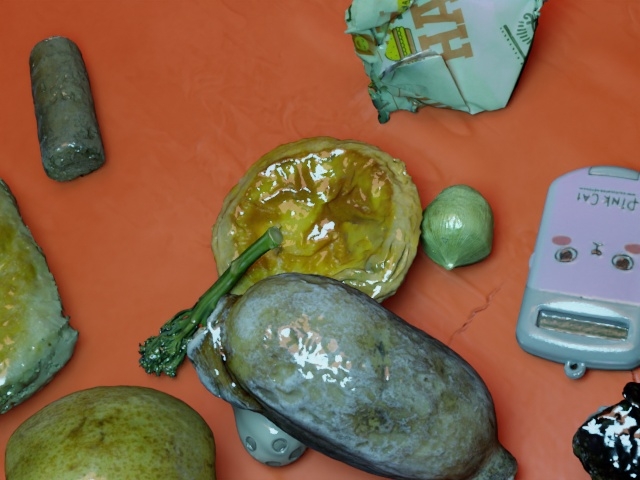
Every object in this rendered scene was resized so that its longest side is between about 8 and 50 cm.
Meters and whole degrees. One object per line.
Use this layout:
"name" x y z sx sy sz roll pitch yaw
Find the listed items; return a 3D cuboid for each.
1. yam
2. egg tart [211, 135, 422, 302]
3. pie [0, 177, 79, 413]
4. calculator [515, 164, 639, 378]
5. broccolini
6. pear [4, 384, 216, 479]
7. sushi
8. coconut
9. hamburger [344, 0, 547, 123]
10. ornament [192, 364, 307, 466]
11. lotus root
"yam" -0.308 -0.157 1.803 0.078 0.078 0.179 -19 59 3
"egg tart" 0.000 0.000 1.626 0.241 0.106 0.241 -7 59 13
"pie" -0.495 0.063 1.683 0.418 0.180 0.395 -14 63 -6
"calculator" 0.290 0.032 1.572 0.141 0.045 0.246 10 66 19
"broccolini" -0.112 0.065 1.584 0.239 0.051 0.054 -45 56 30
"pear" -0.201 0.245 1.486 0.211 0.188 0.228 -18 35 -8
"sushi" 0.350 0.176 1.422 0.213 0.147 0.115 -27 59 -6
"coconut" 0.145 -0.010 1.606 0.088 0.088 0.096 6 57 17
"hamburger" 0.124 -0.231 1.683 0.214 0.235 0.125 8 47 -15
"ornament" -0.068 0.166 1.571 0.081 0.075 0.156 -37 59 -8
"lotus root" 0.046 0.141 1.472 0.350 0.175 0.175 27 70 -2
